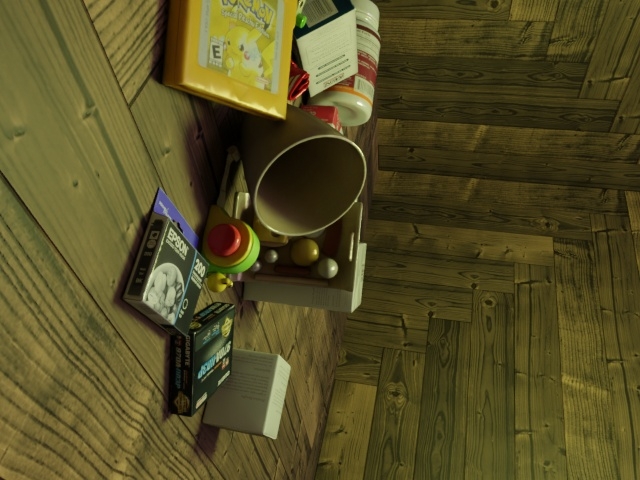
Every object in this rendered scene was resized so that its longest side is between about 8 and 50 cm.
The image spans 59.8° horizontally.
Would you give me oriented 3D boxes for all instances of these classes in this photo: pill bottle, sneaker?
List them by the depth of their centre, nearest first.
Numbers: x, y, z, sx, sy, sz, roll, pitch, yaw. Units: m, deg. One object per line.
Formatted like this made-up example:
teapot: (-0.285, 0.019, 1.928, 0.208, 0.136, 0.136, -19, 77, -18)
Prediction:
sneaker: (-0.080, -0.443, 1.421, 0.087, 0.128, 0.221, 59, 39, -71)
pill bottle: (0.086, -0.614, 1.913, 0.224, 0.224, 0.392, 53, 44, -74)

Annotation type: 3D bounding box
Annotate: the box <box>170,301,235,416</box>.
box: (-0.244, 0.241, 1.174, 0.220, 0.051, 0.175, -34, 129, -76)

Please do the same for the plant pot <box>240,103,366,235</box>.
plant pot: (-0.074, -0.193, 1.245, 0.256, 0.256, 0.274, 84, -21, -46)

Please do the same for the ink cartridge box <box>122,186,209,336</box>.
ink cartridge box: (-0.263, 0.045, 1.000, 0.206, 0.045, 0.208, 71, 26, -63)

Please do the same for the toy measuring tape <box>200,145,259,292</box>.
toy measuring tape: (-0.177, -0.046, 1.195, 0.121, 0.121, 0.330, 65, 33, -69)

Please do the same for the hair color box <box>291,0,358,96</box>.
hair color box: (0.006, -0.551, 1.558, 0.105, 0.174, 0.347, 63, 0, 11)

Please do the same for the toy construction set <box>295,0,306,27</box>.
toy construction set: (-0.090, -0.595, 1.233, 0.215, 0.151, 0.327, -59, 159, 0)

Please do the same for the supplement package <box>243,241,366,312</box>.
supplement package: (-0.038, 0.079, 1.494, 0.175, 0.293, 0.178, -8, 104, -78)

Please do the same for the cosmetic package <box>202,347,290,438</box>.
cosmetic package: (-0.173, 0.369, 1.347, 0.151, 0.151, 0.184, 71, 29, -66)

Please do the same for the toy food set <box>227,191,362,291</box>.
toy food set: (-0.062, 0.004, 1.337, 0.092, 0.306, 0.220, -137, -128, -87)

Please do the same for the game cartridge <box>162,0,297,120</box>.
game cartridge: (-0.150, -0.409, 1.021, 0.285, 0.052, 0.324, 4, 93, -54)

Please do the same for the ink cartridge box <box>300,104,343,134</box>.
ink cartridge box: (-0.014, -0.259, 1.844, 0.226, 0.131, 0.306, 70, 30, -66)
